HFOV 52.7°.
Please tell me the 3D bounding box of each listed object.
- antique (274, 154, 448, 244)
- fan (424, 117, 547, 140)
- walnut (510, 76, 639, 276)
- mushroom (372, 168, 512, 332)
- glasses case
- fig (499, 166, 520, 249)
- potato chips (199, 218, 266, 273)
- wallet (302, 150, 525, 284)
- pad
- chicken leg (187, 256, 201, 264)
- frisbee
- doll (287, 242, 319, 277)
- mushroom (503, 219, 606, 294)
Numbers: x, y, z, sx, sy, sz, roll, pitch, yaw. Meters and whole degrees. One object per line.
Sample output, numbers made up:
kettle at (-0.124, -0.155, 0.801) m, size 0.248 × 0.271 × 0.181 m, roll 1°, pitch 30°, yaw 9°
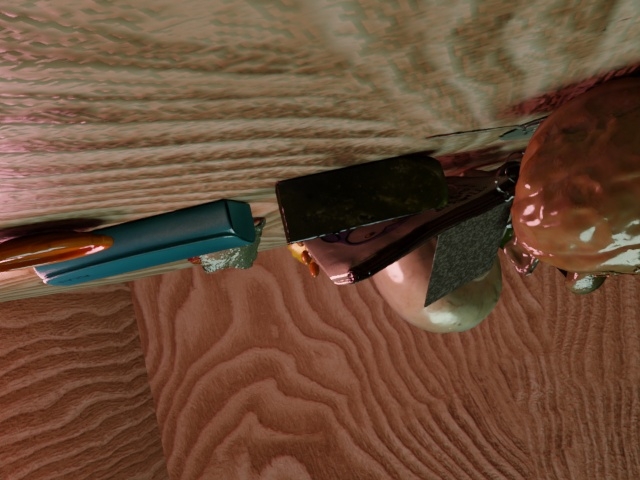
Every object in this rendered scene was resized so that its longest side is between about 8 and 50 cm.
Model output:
antique at (0.055, -0.057, 0.846) m, size 0.221 × 0.080 × 0.081 m, roll -14°, pitch 180°, yaw -3°
fan at (0.260, -0.137, 0.781) m, size 0.329 × 0.009 × 0.191 m, roll -12°, pitch 179°, yaw -28°
walnut at (0.306, -0.063, 0.630) m, size 0.245 × 0.198 × 0.198 m, roll -22°, pitch 173°, yaw 38°
mushroom at (0.225, 0.021, 1.309) m, size 0.315 × 0.315 × 0.356 m, roll -13°, pitch 142°, yaw 13°
glasses case at (-0.253, 0.007, 0.936) m, size 0.301 × 0.070 × 0.117 m, roll -11°, pitch 178°, yaw 12°
fig at (0.439, -0.083, 1.414) m, size 0.195 × 0.195 × 0.245 m, roll -13°, pitch -147°, yaw 11°
potato chips at (-0.182, 0.008, 1.283) m, size 0.228 × 0.059 × 0.167 m, roll -9°, pitch 153°, yaw -48°
wallet at (0.127, -0.037, 0.992) m, size 0.335 × 0.068 × 0.275 m, roll -29°, pitch -166°, yaw -17°
pad at (0.247, 0.018, 1.082) m, size 0.158 × 0.003 × 0.235 m, roll -27°, pitch 148°, yaw -16°
chicken leg at (-0.242, 0.017, 1.451) m, size 0.105 × 0.063 × 0.234 m, roll -4°, pitch 175°, yaw -43°
frisbee at (-0.354, 0.011, 0.793) m, size 0.192 × 0.035 × 0.192 m, roll -12°, pitch 179°, yaw 0°
doll at (0.000, 0.000, 1.497) m, size 0.135 × 0.143 × 0.221 m, roll -11°, pitch -174°, yaw 25°
mushroom at (0.450, -0.043, 1.111) m, size 0.217 × 0.212 × 0.292 m, roll -53°, pitch 160°, yaw 27°
